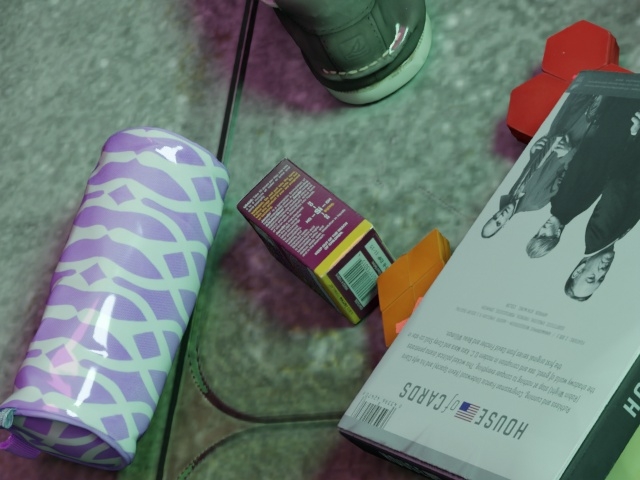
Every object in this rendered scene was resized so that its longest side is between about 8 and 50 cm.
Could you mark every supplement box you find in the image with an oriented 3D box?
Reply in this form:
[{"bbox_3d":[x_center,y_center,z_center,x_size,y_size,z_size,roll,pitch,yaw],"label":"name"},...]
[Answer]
[{"bbox_3d":[0.000,0.000,1.066,0.043,0.055,0.083,-45,51,-7],"label":"supplement box"}]

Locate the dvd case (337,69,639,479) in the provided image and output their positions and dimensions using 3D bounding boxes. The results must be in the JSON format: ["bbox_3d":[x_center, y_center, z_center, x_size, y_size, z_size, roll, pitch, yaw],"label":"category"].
[{"bbox_3d":[0.124,0.019,0.926,0.239,0.029,0.179,-55,28,-11],"label":"dvd case"}]

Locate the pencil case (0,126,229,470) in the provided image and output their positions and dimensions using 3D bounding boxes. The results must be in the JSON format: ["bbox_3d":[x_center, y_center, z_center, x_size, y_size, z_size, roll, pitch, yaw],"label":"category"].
[{"bbox_3d":[-0.119,0.035,1.091,0.088,0.086,0.206,-16,47,52],"label":"pencil case"}]

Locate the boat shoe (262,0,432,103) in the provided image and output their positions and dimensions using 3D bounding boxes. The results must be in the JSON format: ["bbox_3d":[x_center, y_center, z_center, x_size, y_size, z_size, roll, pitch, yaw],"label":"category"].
[{"bbox_3d":[-0.020,-0.229,1.198,0.112,0.095,0.335,-30,51,7],"label":"boat shoe"}]

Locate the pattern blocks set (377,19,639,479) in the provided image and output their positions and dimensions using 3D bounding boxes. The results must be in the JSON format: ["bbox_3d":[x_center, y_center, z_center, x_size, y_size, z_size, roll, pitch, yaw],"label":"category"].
[{"bbox_3d":[0.159,0.044,0.973,0.285,0.026,0.325,20,71,36],"label":"pattern blocks set"}]
